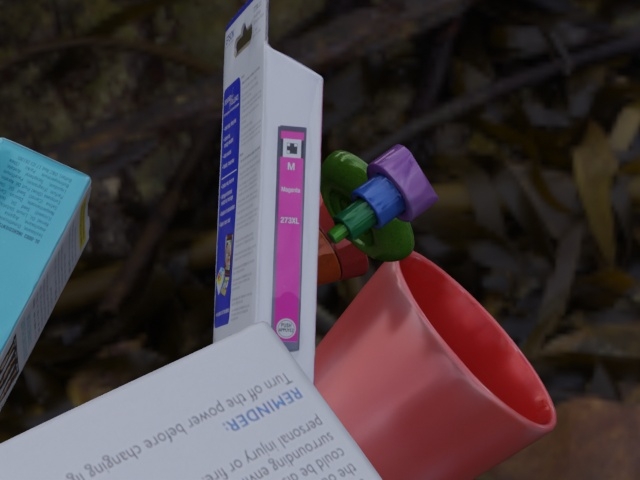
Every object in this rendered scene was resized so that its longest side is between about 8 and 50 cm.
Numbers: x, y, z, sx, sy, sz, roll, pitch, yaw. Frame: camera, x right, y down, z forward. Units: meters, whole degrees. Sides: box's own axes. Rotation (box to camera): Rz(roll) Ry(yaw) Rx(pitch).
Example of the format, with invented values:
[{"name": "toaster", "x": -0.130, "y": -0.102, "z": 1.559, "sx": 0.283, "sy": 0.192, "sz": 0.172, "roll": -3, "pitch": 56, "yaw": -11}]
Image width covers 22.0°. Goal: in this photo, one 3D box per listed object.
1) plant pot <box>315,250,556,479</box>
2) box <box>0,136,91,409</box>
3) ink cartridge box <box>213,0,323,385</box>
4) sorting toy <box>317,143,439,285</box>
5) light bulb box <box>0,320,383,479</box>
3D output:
[{"name": "plant pot", "x": 0.091, "y": 0.186, "z": 1.875, "sx": 0.243, "sy": 0.275, "sz": 0.275, "roll": -43, "pitch": 41, "yaw": 14}, {"name": "box", "x": -0.209, "y": 0.071, "z": 0.935, "sx": 0.060, "sy": 0.100, "sz": 0.244, "roll": 24, "pitch": 68, "yaw": 1}, {"name": "ink cartridge box", "x": -0.052, "y": -0.038, "z": 1.525, "sx": 0.069, "sy": 0.176, "sz": 0.371, "roll": 2, "pitch": 83, "yaw": -16}, {"name": "sorting toy", "x": 0.000, "y": 0.000, "z": 1.631, "sx": 0.126, "sy": 0.365, "sz": 0.127, "roll": -36, "pitch": 91, "yaw": -18}, {"name": "light bulb box", "x": -0.068, "y": 0.298, "z": 0.744, "sx": 0.225, "sy": 0.358, "sz": 0.361, "roll": -24, "pitch": 72, "yaw": -42}]
